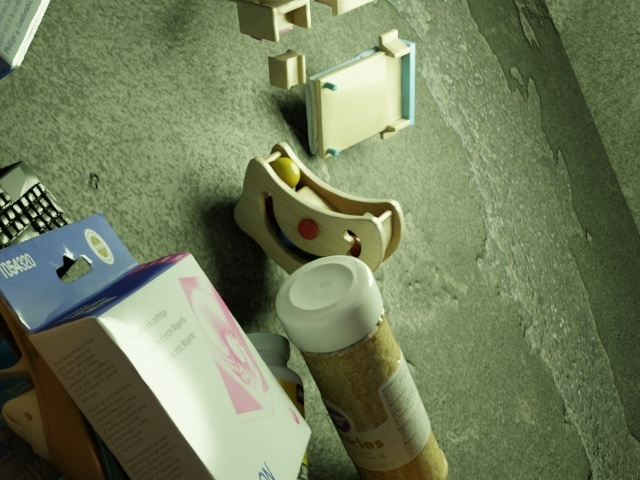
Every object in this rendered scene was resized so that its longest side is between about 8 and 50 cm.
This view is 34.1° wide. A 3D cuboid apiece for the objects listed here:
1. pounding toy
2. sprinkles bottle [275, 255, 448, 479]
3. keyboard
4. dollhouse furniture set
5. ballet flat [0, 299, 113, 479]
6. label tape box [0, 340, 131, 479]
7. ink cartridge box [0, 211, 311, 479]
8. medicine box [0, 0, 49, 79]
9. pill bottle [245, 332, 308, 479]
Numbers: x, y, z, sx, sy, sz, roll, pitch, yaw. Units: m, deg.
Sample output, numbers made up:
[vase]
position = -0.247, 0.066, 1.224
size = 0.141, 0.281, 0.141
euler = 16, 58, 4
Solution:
[pounding toy]
position = 0.000, 0.000, 1.319
size = 0.269, 0.154, 0.155
euler = 45, 34, 4
[sprinkles bottle]
position = 0.059, 0.186, 1.298
size = 0.121, 0.121, 0.355
euler = -68, 144, -46
[keyboard]
position = -0.342, 0.001, 0.953
size = 0.201, 0.033, 0.317
euler = 48, 27, -12
[dollhouse furniture set]
position = -0.025, -0.263, 1.563
size = 0.286, 0.198, 0.303
euler = -30, 130, -35
[ballet flat]
position = -0.242, 0.121, 0.881
size = 0.073, 0.080, 0.232
euler = -16, 58, -21
[label tape box]
position = -0.258, 0.203, 0.942
size = 0.240, 0.105, 0.334
euler = -35, 101, -56
[ink cartridge box]
position = -0.136, 0.111, 0.965
size = 0.330, 0.071, 0.324
euler = 56, 9, -4
[medicine box]
position = -0.406, -0.223, 0.822
size = 0.289, 0.263, 0.149
euler = 41, 43, -35
[pill bottle]
position = -0.069, 0.205, 1.207
size = 0.103, 0.103, 0.184
euler = 25, 54, -46
